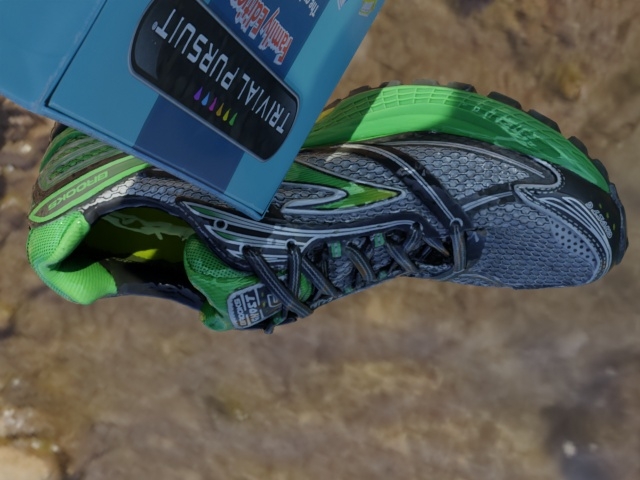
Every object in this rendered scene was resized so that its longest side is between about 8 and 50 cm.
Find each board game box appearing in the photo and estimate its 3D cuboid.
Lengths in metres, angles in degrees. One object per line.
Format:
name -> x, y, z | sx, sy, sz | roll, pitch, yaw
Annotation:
board game box -> -0.005, -0.186, 0.471 | 0.079, 0.336, 0.254 | 30, 180, 14

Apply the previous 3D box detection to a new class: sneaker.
sneaker -> 0.000, 0.000, 0.679 | 0.343, 0.146, 0.134 | 2, 137, 9
